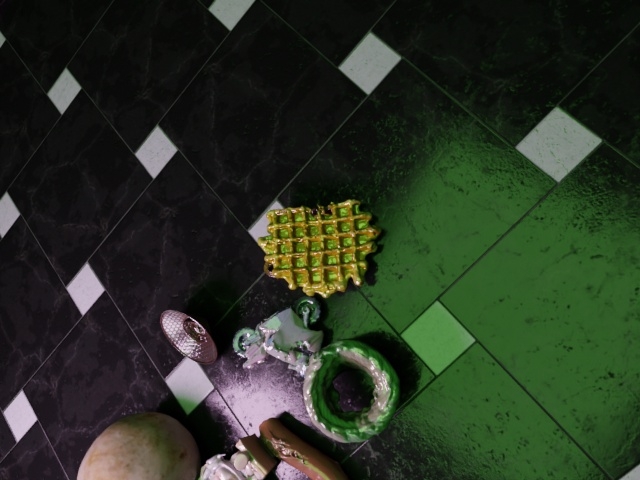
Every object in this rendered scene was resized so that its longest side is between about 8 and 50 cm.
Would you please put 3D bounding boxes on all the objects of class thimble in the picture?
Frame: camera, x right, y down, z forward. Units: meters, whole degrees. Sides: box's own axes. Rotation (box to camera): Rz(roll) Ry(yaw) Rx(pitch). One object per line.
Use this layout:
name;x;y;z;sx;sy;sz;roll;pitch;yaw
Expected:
thimble;0.065;0.326;1.037;0.219;0.150;0.219;-1;79;5

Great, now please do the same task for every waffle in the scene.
waffle;0.000;0.001;1.157;0.309;0.065;0.283;40;91;17

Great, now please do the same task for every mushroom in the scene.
mushroom;-0.464;0.615;1.220;0.297;0.297;0.290;38;135;22

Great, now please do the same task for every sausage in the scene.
sausage;-0.029;0.532;1.119;0.304;0.078;0.078;29;96;22

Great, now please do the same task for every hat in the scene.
hat;-0.338;0.243;1.282;0.193;0.082;0.193;17;129;22

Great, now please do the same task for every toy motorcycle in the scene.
toy motorcycle;-0.081;0.269;1.149;0.239;0.108;0.204;-32;73;17

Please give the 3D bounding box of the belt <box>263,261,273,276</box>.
belt;-0.106;0.069;1.222;0.083;0.036;0.059;-14;80;20

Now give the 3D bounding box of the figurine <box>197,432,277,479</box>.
figurine;-0.215;0.594;1.152;0.237;0.141;0.162;-47;75;12
